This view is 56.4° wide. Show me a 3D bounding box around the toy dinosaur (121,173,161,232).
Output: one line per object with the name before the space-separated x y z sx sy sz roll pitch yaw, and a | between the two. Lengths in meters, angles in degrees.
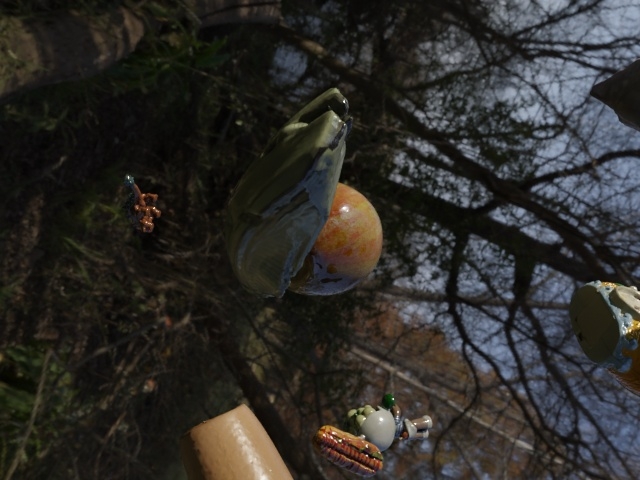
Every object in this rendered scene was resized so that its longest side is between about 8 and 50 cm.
toy dinosaur | -0.307 -0.059 1.015 0.154 0.055 0.049 92 16 -55

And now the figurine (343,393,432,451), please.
figurine | 0.139 0.391 1.259 0.093 0.197 0.147 35 -64 51

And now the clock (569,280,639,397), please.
clock | 0.428 0.136 0.803 0.231 0.144 0.103 -82 -166 -58

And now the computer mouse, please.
computer mouse | -0.076 -0.069 1.014 0.228 0.145 0.429 -82 -163 -47

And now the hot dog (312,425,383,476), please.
hot dog | 0.047 0.355 1.005 0.062 0.144 0.038 -55 -159 3

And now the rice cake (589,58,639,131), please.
rice cake | 0.359 -0.016 0.383 0.064 0.399 0.070 6 125 -48

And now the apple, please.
apple | 0.000 0.000 1.298 0.234 0.256 0.257 -32 149 -52

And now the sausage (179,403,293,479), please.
sausage | -0.093 0.331 0.770 0.123 0.253 0.123 -27 150 -17
